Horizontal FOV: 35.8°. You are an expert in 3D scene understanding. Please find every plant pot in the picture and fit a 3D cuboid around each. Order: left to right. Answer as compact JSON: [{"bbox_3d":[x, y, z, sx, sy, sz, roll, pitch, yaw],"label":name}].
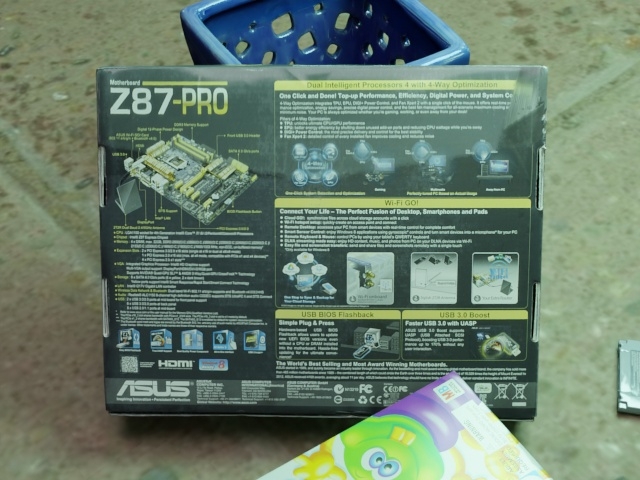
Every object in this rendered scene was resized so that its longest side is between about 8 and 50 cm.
[{"bbox_3d":[0.002,-0.153,1.110,0.236,0.212,0.236,-22,49,-20],"label":"plant pot"}]

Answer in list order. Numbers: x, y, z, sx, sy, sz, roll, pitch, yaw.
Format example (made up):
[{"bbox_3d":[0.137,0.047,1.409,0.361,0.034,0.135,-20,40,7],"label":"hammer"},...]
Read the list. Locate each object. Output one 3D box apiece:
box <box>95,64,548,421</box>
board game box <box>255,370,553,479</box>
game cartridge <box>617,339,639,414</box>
[{"bbox_3d":[0.000,0.000,0.903,0.394,0.318,0.097,0,10,3],"label":"box"},{"bbox_3d":[0.031,0.248,0.769,0.275,0.142,0.144,-25,50,-21],"label":"board game box"},{"bbox_3d":[0.316,0.134,0.958,0.056,0.017,0.083,6,46,12],"label":"game cartridge"}]
